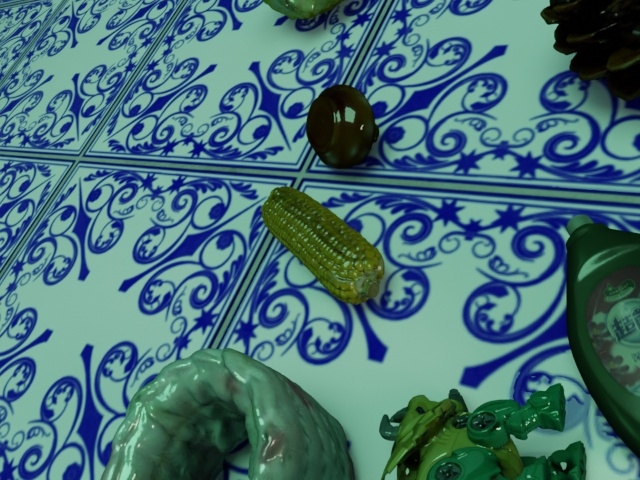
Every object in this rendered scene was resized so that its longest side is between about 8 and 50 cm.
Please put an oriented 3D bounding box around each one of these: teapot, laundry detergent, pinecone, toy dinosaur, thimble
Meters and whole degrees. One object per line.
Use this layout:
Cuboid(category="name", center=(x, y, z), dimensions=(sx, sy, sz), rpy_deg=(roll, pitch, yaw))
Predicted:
Cuboid(category="teapot", center=(0.032, -0.139, 0.766), dimensions=(0.129, 0.078, 0.098), rpy_deg=(44, 127, 56))
Cuboid(category="laundry detergent", center=(0.256, 0.056, 0.487), dimensions=(0.137, 0.063, 0.210), rpy_deg=(-24, 46, 13))
Cuboid(category="pinecone", center=(0.299, -0.240, 0.585), dimensions=(0.208, 0.207, 0.207), rpy_deg=(-17, 51, 22))
Cuboid(category="toy dinosaur", center=(0.100, 0.185, 0.431), dimensions=(0.153, 0.094, 0.259), rpy_deg=(-18, 20, 24))
Cuboid(category="thimble", center=(-0.083, 0.209, 0.531), dimensions=(0.185, 0.149, 0.211), rpy_deg=(31, 79, 40))

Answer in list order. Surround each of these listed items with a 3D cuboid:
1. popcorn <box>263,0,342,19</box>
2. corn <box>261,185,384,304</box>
Cuboid(category="popcorn", center=(-0.045, -0.426, 0.932), dimensions=(0.198, 0.213, 0.197), rpy_deg=(-40, 43, 50))
Cuboid(category="corn", center=(0.000, 0.000, 0.685), dimensions=(0.068, 0.068, 0.207), rpy_deg=(-44, 44, -3))
